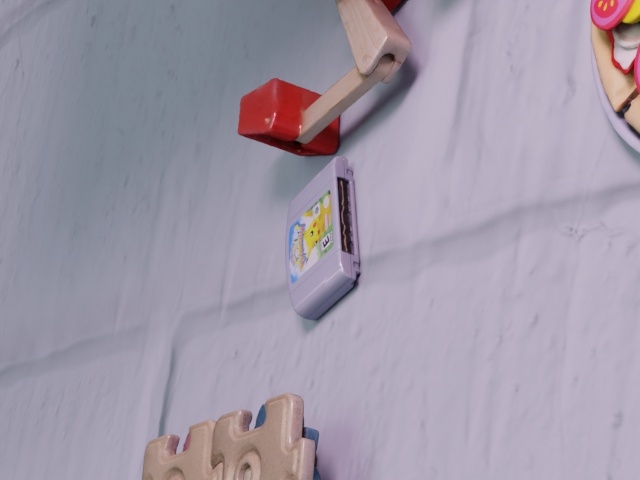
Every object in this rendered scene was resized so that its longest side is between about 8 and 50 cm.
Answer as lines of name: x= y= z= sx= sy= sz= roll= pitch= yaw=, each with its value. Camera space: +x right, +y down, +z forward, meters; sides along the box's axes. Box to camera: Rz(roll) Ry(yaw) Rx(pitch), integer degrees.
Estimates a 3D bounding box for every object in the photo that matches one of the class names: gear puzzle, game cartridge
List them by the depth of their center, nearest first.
gear puzzle: x=-0.048 y=0.253 z=0.941 sx=0.175 sy=0.044 sz=0.339 roll=-25 pitch=55 yaw=52
game cartridge: x=0.000 y=0.000 z=1.027 sx=0.056 sy=0.017 sz=0.083 roll=-48 pitch=36 yaw=44

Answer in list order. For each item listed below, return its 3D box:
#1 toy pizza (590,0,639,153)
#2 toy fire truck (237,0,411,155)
toy pizza: x=0.173 y=-0.129 z=0.773 sx=0.201 sy=0.032 sz=0.201 roll=-39 pitch=42 yaw=46
toy fire truck: x=0.028 y=-0.130 z=1.020 sx=0.192 sy=0.047 sz=0.135 roll=-20 pitch=57 yaw=55
